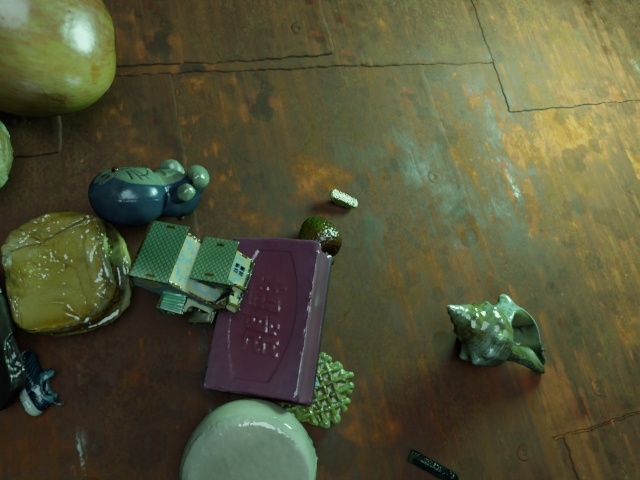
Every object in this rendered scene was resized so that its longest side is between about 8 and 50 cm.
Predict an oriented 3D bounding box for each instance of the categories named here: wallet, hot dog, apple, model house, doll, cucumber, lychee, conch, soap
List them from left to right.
[{"bbox_3d":[-0.684,0.188,0.992,0.042,0.165,0.310,-4,61,-53],"label":"wallet"},{"bbox_3d":[-0.672,-0.477,1.098,0.346,0.391,0.392,-4,70,-48],"label":"apple"},{"bbox_3d":[-0.412,-0.118,1.125,0.258,0.228,0.154,-5,110,-48],"label":"doll"},{"bbox_3d":[-0.310,0.070,1.031,0.206,0.270,0.178,41,57,-40],"label":"model house"},{"bbox_3d":[-0.115,0.182,1.101,0.232,0.128,0.360,2,69,18],"label":"soap"},{"bbox_3d":[0.000,0.000,1.234,0.114,0.114,0.147,-11,56,-16],"label":"lychee"},{"bbox_3d":[0.060,-0.112,1.325,0.090,0.034,0.030,23,57,-25],"label":"hot dog"},{"bbox_3d":[0.279,0.556,1.159,0.133,0.032,0.032,29,69,-4],"label":"cucumber"},{"bbox_3d":[0.458,0.242,1.247,0.386,0.169,0.203,28,90,-38],"label":"conch"}]

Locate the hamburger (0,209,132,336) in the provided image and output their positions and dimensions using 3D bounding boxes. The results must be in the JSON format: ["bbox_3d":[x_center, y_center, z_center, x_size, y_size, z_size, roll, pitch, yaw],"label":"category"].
[{"bbox_3d":[-0.561,0.068,1.065,0.259,0.144,0.283,-9,79,-5],"label":"hamburger"}]

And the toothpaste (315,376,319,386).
[{"bbox_3d":[-0.059,0.213,1.171,0.074,0.048,0.297,-5,68,-10],"label":"toothpaste"}]

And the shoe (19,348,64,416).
[{"bbox_3d":[-0.608,0.300,1.022,0.071,0.064,0.143,-19,80,-17],"label":"shoe"}]

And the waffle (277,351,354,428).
[{"bbox_3d":[-0.011,0.358,1.154,0.183,0.036,0.169,24,67,-5],"label":"waffle"}]

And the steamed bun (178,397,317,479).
[{"bbox_3d":[-0.150,0.472,1.004,0.282,0.177,0.283,0,87,-5],"label":"steamed bun"}]

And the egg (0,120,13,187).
[{"bbox_3d":[-0.807,-0.209,1.066,0.203,0.203,0.245,-33,78,-20],"label":"egg"}]
